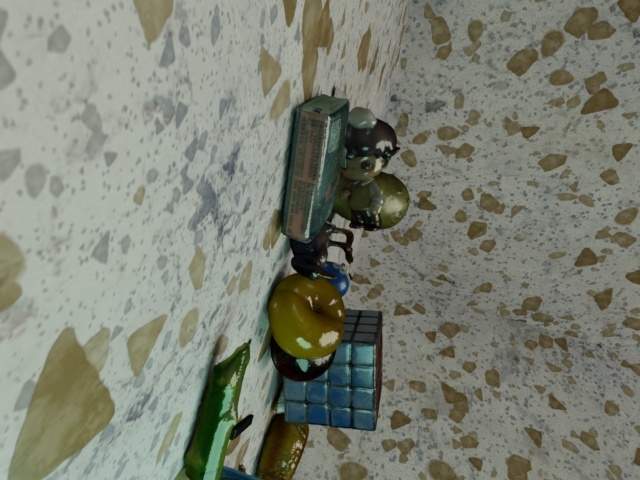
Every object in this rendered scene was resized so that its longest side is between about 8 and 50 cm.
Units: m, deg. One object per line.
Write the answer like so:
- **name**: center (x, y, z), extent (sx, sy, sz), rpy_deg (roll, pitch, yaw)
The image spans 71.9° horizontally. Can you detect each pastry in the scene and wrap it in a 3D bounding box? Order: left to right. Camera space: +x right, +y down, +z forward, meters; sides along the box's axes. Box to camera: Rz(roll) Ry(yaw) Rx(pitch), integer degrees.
- **pastry**: center (-0.155, 0.884, 1.833), extent (0.356, 0.163, 0.356), rpy_deg (15, 90, -84)

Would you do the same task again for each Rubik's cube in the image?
- **Rubik's cube**: center (0.060, 0.466, 1.674), extent (0.344, 0.337, 0.345), rpy_deg (-34, 125, -76)

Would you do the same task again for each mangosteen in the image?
- **mangosteen**: center (-0.065, 0.336, 1.388), extent (0.216, 0.216, 0.216), rpy_deg (16, 90, -81)

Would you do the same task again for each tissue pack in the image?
- **tissue pack**: center (-0.009, -0.184, 1.097), extent (0.228, 0.103, 0.316), rpy_deg (-57, 160, -59)

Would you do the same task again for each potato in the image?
- **potato**: center (0.181, -0.155, 1.649), extent (0.359, 0.269, 0.219), rpy_deg (1, 102, -55)

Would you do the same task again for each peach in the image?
- **peach**: center (-0.037, 0.206, 1.236), extent (0.251, 0.153, 0.251), rpy_deg (29, 51, -42)

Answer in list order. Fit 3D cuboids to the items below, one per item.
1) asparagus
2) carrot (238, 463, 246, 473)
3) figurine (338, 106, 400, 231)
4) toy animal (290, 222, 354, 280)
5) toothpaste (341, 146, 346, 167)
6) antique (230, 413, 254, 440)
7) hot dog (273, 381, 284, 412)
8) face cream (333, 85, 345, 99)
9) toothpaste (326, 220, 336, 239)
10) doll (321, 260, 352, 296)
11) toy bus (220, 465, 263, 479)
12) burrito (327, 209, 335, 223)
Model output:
- **asparagus**: center (-0.206, 0.353, 0.887), extent (0.082, 0.085, 0.343), rpy_deg (-37, 140, -81)
- **carrot**: center (-0.257, 0.789, 1.460), extent (0.036, 0.035, 0.165), rpy_deg (-61, 161, -56)
- **figurine**: center (0.119, -0.218, 1.402), extent (0.218, 0.206, 0.365), rpy_deg (17, -79, 57)
- **toy animal**: center (0.000, 0.000, 1.260), extent (0.122, 0.185, 0.298), rpy_deg (95, -11, -46)
- **toothpaste**: center (0.043, -0.244, 1.266), extent (0.205, 0.036, 0.056), rpy_deg (-132, -141, -72)
- **antique**: center (-0.226, 0.537, 1.276), extent (0.192, 0.015, 0.031), rpy_deg (60, 45, -78)
- **hot dog**: center (-0.134, 0.634, 1.815), extent (0.268, 0.075, 0.144), rpy_deg (57, 53, -80)
- **face cream**: center (0.054, -0.435, 1.314), extent (0.115, 0.020, 0.038), rpy_deg (-33, 139, -72)
- **toothpaste**: center (0.019, -0.027, 1.644), extent (0.114, 0.073, 0.299), rpy_deg (-56, 174, -1)
- **doll**: center (0.041, 0.186, 1.824), extent (0.161, 0.215, 0.257), rpy_deg (-31, 165, -17)
- **toy bus**: center (-0.246, 0.772, 1.128), extent (0.190, 0.152, 0.312), rpy_deg (-48, 152, -69)
- **burrito**: center (0.053, -0.137, 1.738), extent (0.055, 0.041, 0.149), rpy_deg (69, 39, -58)
